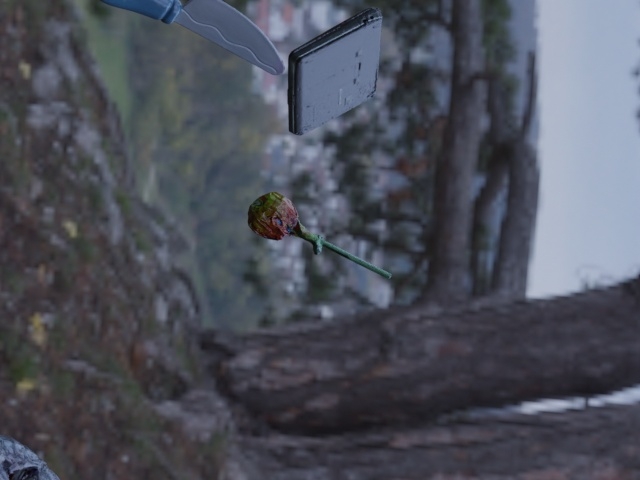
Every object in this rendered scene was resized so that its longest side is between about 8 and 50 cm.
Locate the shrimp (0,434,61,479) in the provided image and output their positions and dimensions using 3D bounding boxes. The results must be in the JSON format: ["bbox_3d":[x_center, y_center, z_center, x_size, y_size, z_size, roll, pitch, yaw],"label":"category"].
[{"bbox_3d":[-0.178,0.196,0.968,0.165,0.056,0.065,60,25,-8],"label":"shrimp"}]

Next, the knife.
[{"bbox_3d":[-0.135,-0.243,1.607,0.058,0.244,0.032,-56,-153,27],"label":"knife"}]

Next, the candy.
[{"bbox_3d":[0.000,0.000,1.884,0.060,0.201,0.060,-61,175,-10],"label":"candy"}]

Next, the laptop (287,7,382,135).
[{"bbox_3d":[0.020,-0.237,2.140,0.026,0.154,0.207,52,-18,23],"label":"laptop"}]
